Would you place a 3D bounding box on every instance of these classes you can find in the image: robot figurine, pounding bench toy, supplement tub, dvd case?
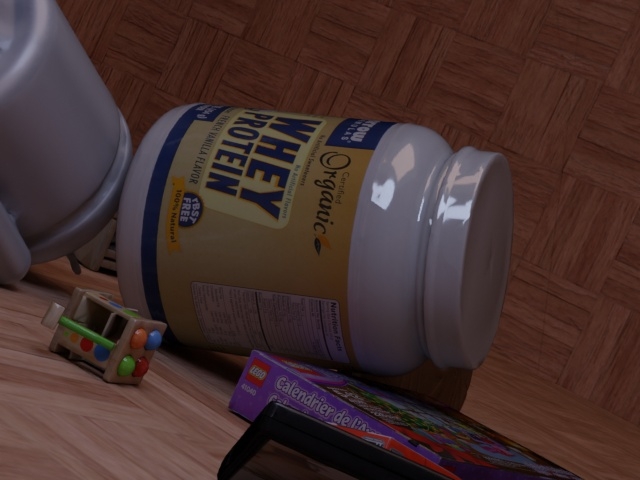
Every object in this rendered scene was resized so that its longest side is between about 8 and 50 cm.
[{"bbox_3d":[-0.291,-0.111,1.389,0.199,0.300,0.353,-10,-36,11],"label":"robot figurine"},{"bbox_3d":[-0.163,0.072,1.165,0.065,0.052,0.083,26,3,22],"label":"pounding bench toy"},{"bbox_3d":[0.000,0.000,1.407,0.316,0.228,0.228,7,-3,19],"label":"supplement tub"},{"bbox_3d":[0.035,0.153,0.888,0.180,0.022,0.253,24,-16,-2],"label":"dvd case"}]

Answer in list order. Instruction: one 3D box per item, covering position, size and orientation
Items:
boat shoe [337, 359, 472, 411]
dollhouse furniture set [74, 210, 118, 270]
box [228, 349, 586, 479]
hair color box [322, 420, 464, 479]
[{"bbox_3d":[0.072,0.138,1.592,0.092,0.103,0.285,13,0,25],"label":"boat shoe"},{"bbox_3d":[-0.258,-0.048,1.794,0.183,0.129,0.129,27,3,34],"label":"dollhouse furniture set"},{"bbox_3d":[0.085,0.176,1.317,0.201,0.057,0.293,26,3,35],"label":"box"},{"bbox_3d":[0.055,0.166,1.029,0.072,0.043,0.141,7,-20,43],"label":"hair color box"}]
